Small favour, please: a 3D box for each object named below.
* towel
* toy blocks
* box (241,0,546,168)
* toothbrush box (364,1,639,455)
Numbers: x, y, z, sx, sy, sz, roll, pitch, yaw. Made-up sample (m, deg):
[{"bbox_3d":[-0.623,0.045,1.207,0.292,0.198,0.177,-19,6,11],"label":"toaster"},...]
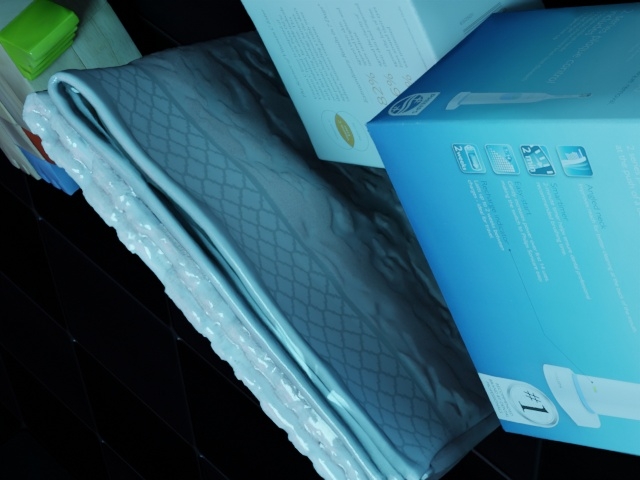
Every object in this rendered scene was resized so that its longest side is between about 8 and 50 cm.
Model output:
[{"bbox_3d":[0.000,0.000,1.006,0.053,0.317,0.332,-44,82,25],"label":"towel"},{"bbox_3d":[-0.268,-0.157,1.382,0.381,0.191,0.261,28,157,41],"label":"toy blocks"},{"bbox_3d":[0.052,-0.119,0.946,0.170,0.091,0.130,13,136,53],"label":"box"},{"bbox_3d":[0.198,-0.001,0.773,0.295,0.126,0.216,4,128,49],"label":"toothbrush box"}]
